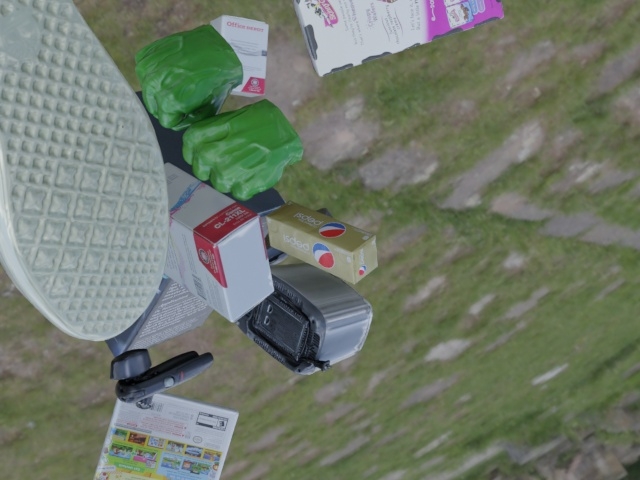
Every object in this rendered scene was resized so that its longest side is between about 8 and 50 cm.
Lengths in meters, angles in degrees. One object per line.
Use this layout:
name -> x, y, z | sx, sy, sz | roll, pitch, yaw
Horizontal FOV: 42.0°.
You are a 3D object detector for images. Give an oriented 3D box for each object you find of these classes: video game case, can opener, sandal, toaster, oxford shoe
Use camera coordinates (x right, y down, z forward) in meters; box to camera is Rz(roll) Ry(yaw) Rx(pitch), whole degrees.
video game case -> -0.290, 0.391, 1.566 | 0.226, 0.026, 0.207 | 16, 93, -13
can opener -> -0.206, 0.178, 1.120 | 0.186, 0.059, 0.073 | -6, 106, -58
sandal -> -0.078, 0.016, 1.621 | 0.254, 0.054, 0.097 | -22, -157, 32
toaster -> -0.018, 0.122, 1.345 | 0.146, 0.227, 0.129 | -11, 123, -46
oxford shoe -> -0.248, -0.107, 0.666 | 0.169, 0.130, 0.450 | -47, 134, -33

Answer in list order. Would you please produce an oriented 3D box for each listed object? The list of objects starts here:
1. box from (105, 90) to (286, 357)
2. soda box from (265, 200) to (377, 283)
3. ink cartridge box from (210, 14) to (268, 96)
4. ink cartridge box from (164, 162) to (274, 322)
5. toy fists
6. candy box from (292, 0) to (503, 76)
box -> -0.293, -0.029, 1.485 | 0.212, 0.294, 0.395 | -21, 157, -45
soda box -> 0.000, 0.000, 1.287 | 0.058, 0.181, 0.061 | -36, 134, -36
ink cartridge box -> -0.173, -0.383, 1.740 | 0.109, 0.151, 0.063 | 2, -178, -31
ink cartridge box -> -0.148, -0.001, 1.015 | 0.072, 0.175, 0.128 | -37, 139, -29
toy fists -> -0.156, -0.177, 1.178 | 0.142, 0.279, 0.096 | -30, 167, -29
candy box -> 0.082, -0.307, 0.982 | 0.233, 0.071, 0.159 | -18, 111, -1
